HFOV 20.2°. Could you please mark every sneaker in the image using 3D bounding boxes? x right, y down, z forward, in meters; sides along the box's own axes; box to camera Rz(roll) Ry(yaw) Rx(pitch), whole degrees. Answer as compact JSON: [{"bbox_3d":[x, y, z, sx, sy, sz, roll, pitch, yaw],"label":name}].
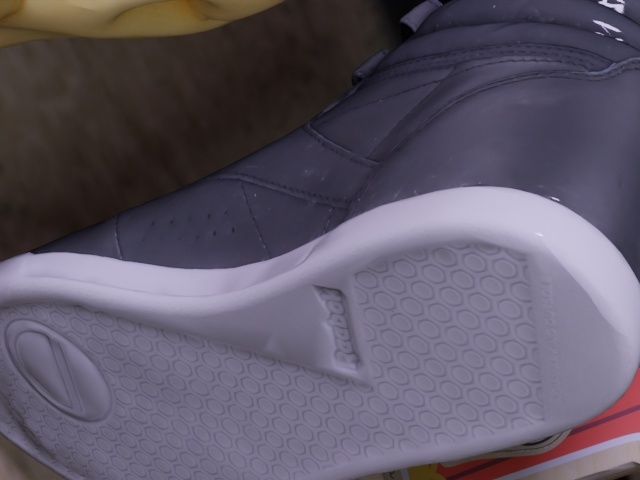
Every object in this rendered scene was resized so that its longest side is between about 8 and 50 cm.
[{"bbox_3d":[0.000,0.000,0.580,0.104,0.296,0.147,55,47,-21],"label":"sneaker"}]

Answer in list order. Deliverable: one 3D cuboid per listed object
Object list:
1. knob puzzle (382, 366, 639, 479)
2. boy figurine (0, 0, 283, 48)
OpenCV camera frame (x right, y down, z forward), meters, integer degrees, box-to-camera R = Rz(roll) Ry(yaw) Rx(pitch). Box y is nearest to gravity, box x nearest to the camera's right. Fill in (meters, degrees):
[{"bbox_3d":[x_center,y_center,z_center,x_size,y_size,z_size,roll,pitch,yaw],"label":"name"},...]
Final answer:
[{"bbox_3d":[0.093,-0.009,0.604,0.213,0.213,0.030,-48,140,-4],"label":"knob puzzle"},{"bbox_3d":[-0.065,-0.102,0.526,0.285,0.177,0.092,-14,108,-45],"label":"boy figurine"}]
